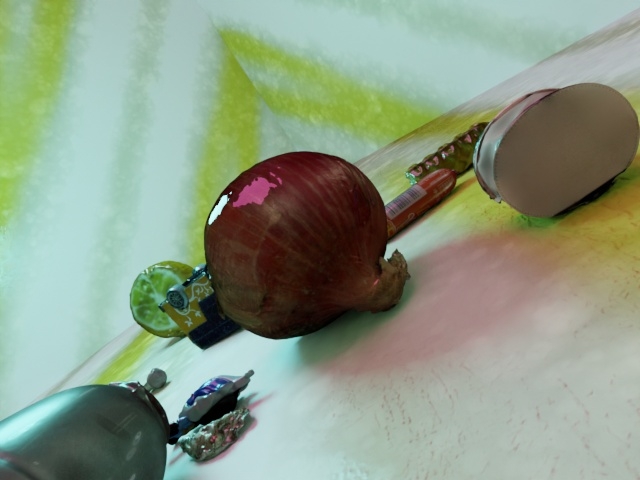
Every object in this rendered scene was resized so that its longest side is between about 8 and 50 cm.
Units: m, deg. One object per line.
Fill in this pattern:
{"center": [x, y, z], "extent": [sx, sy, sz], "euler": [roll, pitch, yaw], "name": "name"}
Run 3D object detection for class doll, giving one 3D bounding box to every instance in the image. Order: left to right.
{"center": [-0.183, 0.269, 0.773], "extent": [0.195, 0.070, 0.096], "euler": [-37, -21, 6], "name": "doll"}

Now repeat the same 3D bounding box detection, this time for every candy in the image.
{"center": [-0.493, 0.192, 1.559], "extent": [0.260, 0.259, 0.118], "euler": [-32, 6, 12], "name": "candy"}

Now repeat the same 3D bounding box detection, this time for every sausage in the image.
{"center": [0.224, -0.093, 1.132], "extent": [0.274, 0.074, 0.074], "euler": [-37, 10, -10], "name": "sausage"}

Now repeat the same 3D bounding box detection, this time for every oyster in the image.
{"center": [-0.155, 0.278, 0.708], "extent": [0.100, 0.037, 0.098], "euler": [-41, 13, -34], "name": "oyster"}

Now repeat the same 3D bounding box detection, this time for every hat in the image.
{"center": [-0.403, 0.350, 1.178], "extent": [0.058, 0.042, 0.087], "euler": [-49, -16, -53], "name": "hat"}

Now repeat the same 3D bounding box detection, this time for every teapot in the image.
{"center": [-0.330, 0.336, 0.600], "extent": [0.314, 0.233, 0.312], "euler": [-60, -5, 18], "name": "teapot"}

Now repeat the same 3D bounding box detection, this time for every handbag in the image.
{"center": [0.329, -0.129, 0.690], "extent": [0.205, 0.179, 0.116], "euler": [-37, 17, 17], "name": "handbag"}

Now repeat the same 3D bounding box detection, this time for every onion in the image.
{"center": [-0.040, 0.013, 0.834], "extent": [0.354, 0.353, 0.353], "euler": [-33, 10, 7], "name": "onion"}

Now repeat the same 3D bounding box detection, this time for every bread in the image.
{"center": [0.355, -0.222, 1.267], "extent": [0.269, 0.087, 0.098], "euler": [-34, 9, 5], "name": "bread"}

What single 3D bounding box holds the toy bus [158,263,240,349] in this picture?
{"center": [-0.232, 0.125, 1.223], "extent": [0.323, 0.194, 0.162], "euler": [-33, 9, 27], "name": "toy bus"}
